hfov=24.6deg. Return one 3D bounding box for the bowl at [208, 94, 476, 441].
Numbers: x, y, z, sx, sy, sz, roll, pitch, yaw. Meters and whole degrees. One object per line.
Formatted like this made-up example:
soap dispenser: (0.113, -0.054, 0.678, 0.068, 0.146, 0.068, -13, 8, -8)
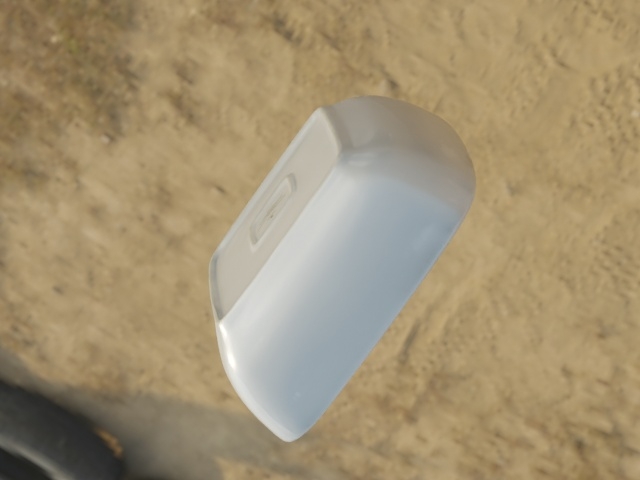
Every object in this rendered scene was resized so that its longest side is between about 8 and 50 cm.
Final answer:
bowl: (0.000, 0.000, 0.628, 0.053, 0.142, 0.142, 34, -168, -16)
